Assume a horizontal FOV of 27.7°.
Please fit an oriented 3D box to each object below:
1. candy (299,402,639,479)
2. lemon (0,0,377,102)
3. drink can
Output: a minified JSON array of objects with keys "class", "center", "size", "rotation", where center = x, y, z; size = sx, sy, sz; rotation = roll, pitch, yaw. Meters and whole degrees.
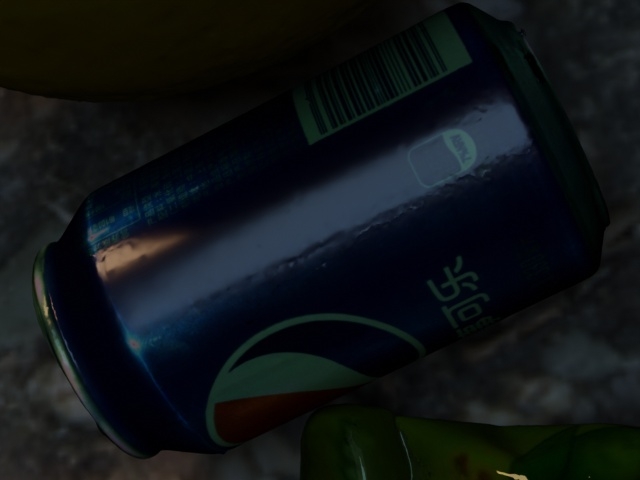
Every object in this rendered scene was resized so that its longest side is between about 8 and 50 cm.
[{"class":"candy","center":[0.119,0.120,0.479],"size":[0.246,0.069,0.149],"rotation":[-11,74,16]},{"class":"lemon","center":[-0.070,-0.217,0.441],"size":[0.348,0.348,0.348],"rotation":[-2,81,12]},{"class":"drink can","center":[0.000,0.000,0.500],"size":[0.205,0.118,0.118],"rotation":[-26,76,8]}]
